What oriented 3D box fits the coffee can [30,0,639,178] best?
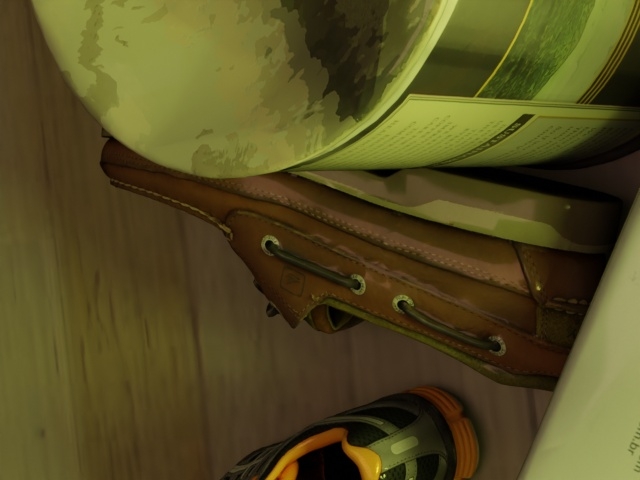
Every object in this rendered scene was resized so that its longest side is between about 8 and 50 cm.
[{"bbox_3d":[0.042,-0.128,0.617,0.202,0.275,0.201,3,95,35],"label":"coffee can"}]

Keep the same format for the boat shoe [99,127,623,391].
[{"bbox_3d":[0.000,0.000,0.756,0.307,0.111,0.104,15,100,34],"label":"boat shoe"}]

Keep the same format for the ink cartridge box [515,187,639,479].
[{"bbox_3d":[0.284,0.037,0.580,0.330,0.071,0.324,27,108,21],"label":"ink cartridge box"}]

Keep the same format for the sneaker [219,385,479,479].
[{"bbox_3d":[-0.016,0.145,0.794,0.215,0.083,0.084,-39,73,32],"label":"sneaker"}]
